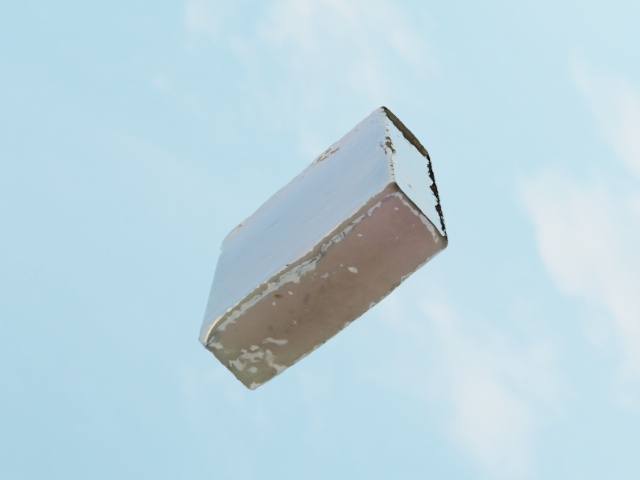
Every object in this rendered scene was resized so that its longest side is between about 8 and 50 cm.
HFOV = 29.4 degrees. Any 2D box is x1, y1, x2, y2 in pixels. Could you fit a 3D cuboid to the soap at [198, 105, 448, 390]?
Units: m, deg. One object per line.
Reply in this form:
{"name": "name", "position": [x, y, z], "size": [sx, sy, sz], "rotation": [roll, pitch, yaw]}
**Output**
{"name": "soap", "position": [0.000, 0.000, 1.404], "size": [0.107, 0.285, 0.296], "rotation": [48, -163, -16]}
